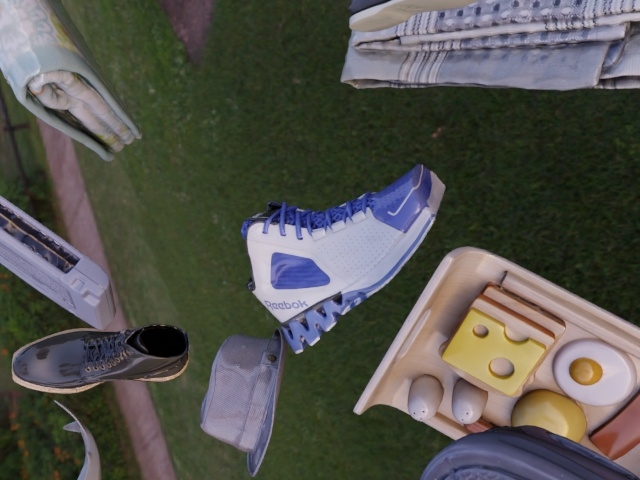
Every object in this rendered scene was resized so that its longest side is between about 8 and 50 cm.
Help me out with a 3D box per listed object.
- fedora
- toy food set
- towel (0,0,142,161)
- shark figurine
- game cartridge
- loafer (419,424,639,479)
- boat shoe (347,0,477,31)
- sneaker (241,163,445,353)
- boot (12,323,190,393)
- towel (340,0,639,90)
[{"bbox_3d":[-0.146,0.276,1.314,0.243,0.124,0.275,112,172,-48],"label":"fedora"},{"bbox_3d":[0.209,0.165,0.699,0.306,0.092,0.219,28,119,6],"label":"toy food set"},{"bbox_3d":[-0.378,-0.281,0.942,0.320,0.090,0.374,57,175,5],"label":"towel"},{"bbox_3d":[-0.427,0.427,1.222,0.116,0.166,0.278,64,-142,-66],"label":"shark figurine"},{"bbox_3d":[-0.441,0.022,1.101,0.294,0.060,0.196,35,151,2],"label":"game cartridge"},{"bbox_3d":[0.183,0.164,0.279,0.303,0.095,0.109,30,111,28],"label":"loafer"},{"bbox_3d":[0.076,-0.195,0.552,0.133,0.049,0.042,-1,89,43],"label":"boat shoe"},{"bbox_3d":[-0.001,0.001,0.946,0.182,0.127,0.315,41,119,-6],"label":"sneaker"},{"bbox_3d":[-0.244,0.122,0.803,0.137,0.198,0.076,130,133,-66],"label":"boot"},{"bbox_3d":[0.171,-0.283,0.619,0.312,0.056,0.324,8,85,33],"label":"towel"}]
